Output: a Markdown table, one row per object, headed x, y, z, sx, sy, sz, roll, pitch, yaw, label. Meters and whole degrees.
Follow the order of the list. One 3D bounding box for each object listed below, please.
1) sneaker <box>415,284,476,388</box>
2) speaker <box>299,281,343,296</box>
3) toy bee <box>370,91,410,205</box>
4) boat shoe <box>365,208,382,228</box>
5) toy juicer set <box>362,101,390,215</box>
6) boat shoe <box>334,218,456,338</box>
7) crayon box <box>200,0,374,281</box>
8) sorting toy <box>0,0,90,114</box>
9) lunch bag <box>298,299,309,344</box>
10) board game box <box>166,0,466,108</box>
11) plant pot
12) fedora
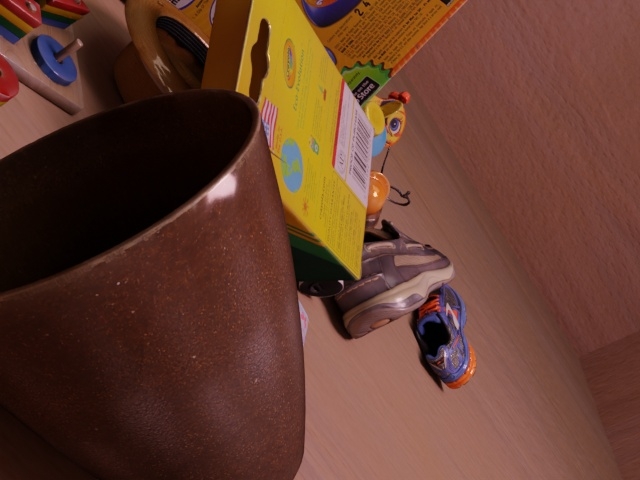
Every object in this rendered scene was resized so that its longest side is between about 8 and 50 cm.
| x | y | z | sx | sy | sz | roll | pitch | yaw | label |
| --- | --- | --- | --- | --- | --- | --- | --- | --- | --- |
| 0.197 | 0.137 | 1.355 | 0.087 | 0.083 | 0.221 | 38 | 24 | -35 | sneaker |
| 0.000 | 0.000 | 1.003 | 0.055 | 0.055 | 0.136 | 41 | 41 | -48 | speaker |
| 0.076 | -0.213 | 1.408 | 0.195 | 0.162 | 0.298 | 21 | -15 | 30 | toy bee |
| 0.071 | -0.059 | 1.348 | 0.178 | 0.064 | 0.060 | -77 | 169 | -70 | boat shoe |
| -0.016 | -0.106 | 1.150 | 0.329 | 0.089 | 0.209 | -3 | 83 | -54 | toy juicer set |
| 0.103 | 0.032 | 1.163 | 0.130 | 0.132 | 0.355 | 62 | 16 | 2 | boat shoe |
| -0.037 | -0.104 | 0.816 | 0.318 | 0.081 | 0.202 | 48 | 45 | -59 | crayon box |
| -0.246 | -0.202 | 0.687 | 0.132 | 0.046 | 0.274 | 37 | 29 | -53 | sorting toy |
| -0.051 | 0.075 | 0.803 | 0.071 | 0.053 | 0.083 | -80 | 148 | -60 | lunch bag |
| -0.016 | -0.442 | 1.033 | 0.356 | 0.356 | 0.356 | 27 | 35 | -32 | board game box |
| -0.098 | 0.061 | 0.494 | 0.215 | 0.215 | 0.230 | -87 | 159 | -59 | plant pot |
| -0.149 | -0.157 | 0.833 | 0.194 | 0.079 | 0.194 | 49 | 22 | -28 | fedora |
